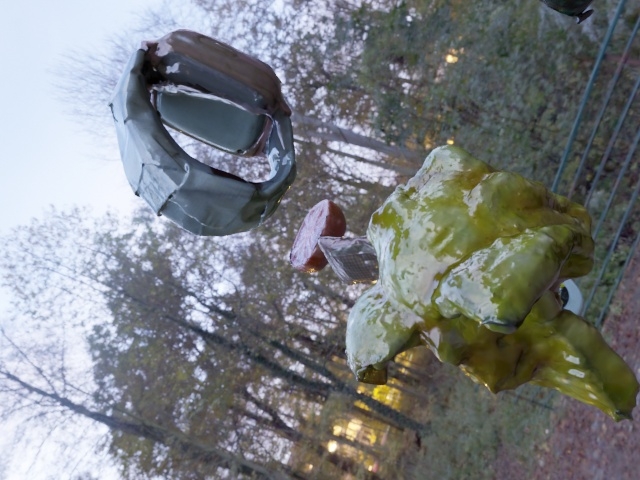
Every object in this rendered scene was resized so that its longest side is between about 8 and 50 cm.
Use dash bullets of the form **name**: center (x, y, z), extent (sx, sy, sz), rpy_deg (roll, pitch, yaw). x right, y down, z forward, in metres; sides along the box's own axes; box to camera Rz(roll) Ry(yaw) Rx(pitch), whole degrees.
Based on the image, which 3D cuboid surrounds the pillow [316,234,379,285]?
- **pillow**: center (0.088, 0.038, 0.936), extent (0.034, 0.211, 0.135), rpy_deg (-47, -62, -35)

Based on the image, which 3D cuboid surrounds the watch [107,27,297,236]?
- **watch**: center (-0.154, -0.127, 0.637), extent (0.162, 0.253, 0.241), rpy_deg (124, 165, -50)

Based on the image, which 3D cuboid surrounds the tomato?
- **tomato**: center (0.000, 0.000, 1.429), extent (0.237, 0.095, 0.237), rpy_deg (-53, 21, 30)

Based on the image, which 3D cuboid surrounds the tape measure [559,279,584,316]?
- **tape measure**: center (0.531, 0.121, 1.282), extent (0.098, 0.215, 0.351), rpy_deg (76, 177, -45)

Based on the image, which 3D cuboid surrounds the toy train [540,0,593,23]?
- **toy train**: center (0.190, -0.245, 0.191), extent (0.178, 0.138, 0.330), rpy_deg (-40, -6, -18)

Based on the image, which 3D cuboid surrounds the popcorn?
- **popcorn**: center (0.196, 0.039, 0.569), extent (0.325, 0.320, 0.290), rpy_deg (32, -116, -70)
